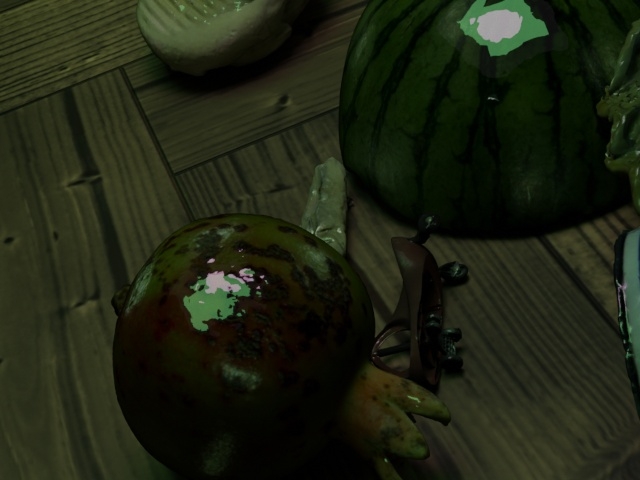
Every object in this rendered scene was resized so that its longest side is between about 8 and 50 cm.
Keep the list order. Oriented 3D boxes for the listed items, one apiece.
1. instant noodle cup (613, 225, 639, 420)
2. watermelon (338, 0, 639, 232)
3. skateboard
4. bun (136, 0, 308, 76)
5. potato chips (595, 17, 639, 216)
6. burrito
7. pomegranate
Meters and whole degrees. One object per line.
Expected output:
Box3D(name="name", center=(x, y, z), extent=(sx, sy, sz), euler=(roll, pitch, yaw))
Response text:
Box3D(name="instant noodle cup", center=(0.346, 0.051, 0.886), extent=(0.312, 0.284, 0.284), euler=(-14, 35, 20))
Box3D(name="watermelon", center=(0.154, -0.168, 1.316), extent=(0.330, 0.189, 0.331), euler=(-14, 32, 9))
Box3D(name="skateboard", center=(0.065, 0.054, 1.165), extent=(0.080, 0.067, 0.151), euler=(-16, 39, 20))
Box3D(name="bun", center=(-0.088, -0.267, 1.605), extent=(0.237, 0.116, 0.210), euler=(-46, 45, -12))
Box3D(name="potato chips", center=(0.421, -0.116, 1.157), extent=(0.429, 0.070, 0.358), euler=(-35, 55, -26))
Box3D(name="burrito", center=(0.000, 0.000, 1.276), extent=(0.045, 0.041, 0.185), euler=(-8, 38, 11))
Box3D(name="pomegranate", center=(-0.037, 0.098, 1.063), extent=(0.198, 0.246, 0.198), euler=(-36, -5, -4))
